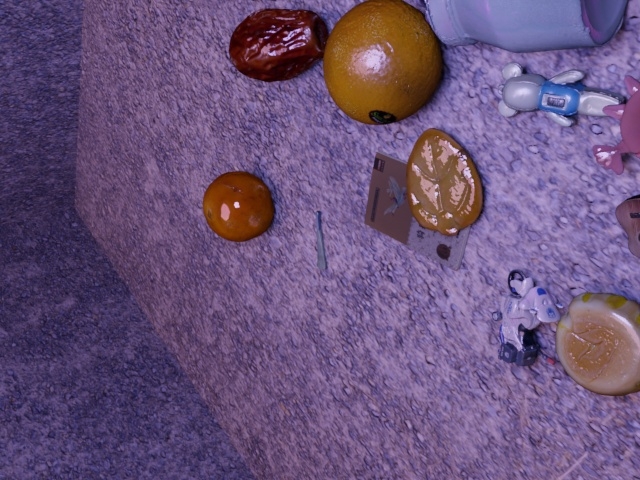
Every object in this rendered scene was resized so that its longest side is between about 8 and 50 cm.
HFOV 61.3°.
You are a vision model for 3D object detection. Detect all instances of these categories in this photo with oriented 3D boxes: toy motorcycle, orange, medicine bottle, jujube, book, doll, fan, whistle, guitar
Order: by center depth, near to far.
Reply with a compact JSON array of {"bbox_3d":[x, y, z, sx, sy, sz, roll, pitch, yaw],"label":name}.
[{"bbox_3d":[0.588,-0.201,0.901,0.211,0.093,0.262,54,130,8],"label":"doll"},{"bbox_3d":[0.354,-0.453,0.945,0.290,0.245,0.245,14,115,44],"label":"medicine bottle"},{"bbox_3d":[0.623,0.045,1.010,0.084,0.038,0.271,-3,107,53],"label":"guitar"},{"bbox_3d":[0.456,-0.278,1.041,0.236,0.077,0.114,21,127,35],"label":"whistle"},{"bbox_3d":[0.134,-0.392,1.204,0.274,0.274,0.274,21,120,42],"label":"orange"},{"bbox_3d":[0.459,0.184,1.209,0.150,0.102,0.221,-142,49,-60],"label":"toy motorcycle"},{"bbox_3d":[0.246,-0.081,1.388,0.310,0.021,0.216,30,126,37],"label":"book"},{"bbox_3d":[-0.119,-0.541,1.487,0.290,0.197,0.197,-1,105,33],"label":"jujube"},{"bbox_3d":[0.000,0.000,1.697,0.038,0.016,0.193,14,116,41],"label":"fan"},{"bbox_3d":[-0.274,-0.113,1.802,0.240,0.240,0.240,21,120,42],"label":"orange"}]

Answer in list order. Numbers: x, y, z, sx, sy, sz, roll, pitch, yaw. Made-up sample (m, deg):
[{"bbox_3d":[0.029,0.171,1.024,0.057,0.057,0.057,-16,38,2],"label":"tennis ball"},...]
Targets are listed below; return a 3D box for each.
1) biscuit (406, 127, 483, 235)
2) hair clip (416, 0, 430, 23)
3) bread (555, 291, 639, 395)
[{"bbox_3d":[0.282,-0.137,1.280,0.203,0.041,0.260,-1,106,47],"label":"biscuit"},{"bbox_3d":[0.259,-0.496,1.098,0.195,0.124,0.052,50,173,-31],"label":"hair clip"},{"bbox_3d":[0.574,0.204,1.074,0.213,0.105,0.213,21,116,52],"label":"bread"}]
